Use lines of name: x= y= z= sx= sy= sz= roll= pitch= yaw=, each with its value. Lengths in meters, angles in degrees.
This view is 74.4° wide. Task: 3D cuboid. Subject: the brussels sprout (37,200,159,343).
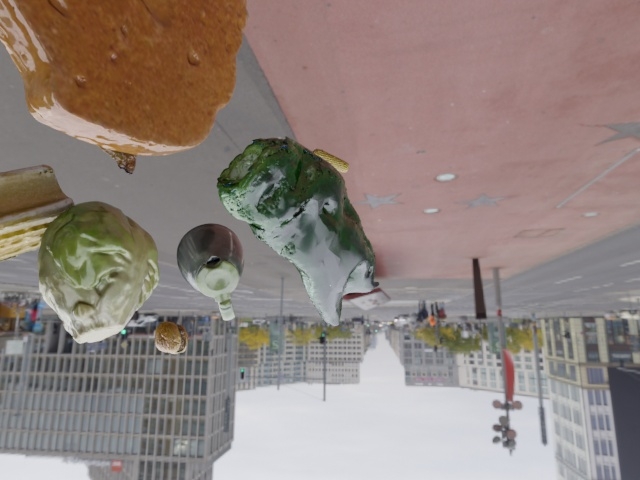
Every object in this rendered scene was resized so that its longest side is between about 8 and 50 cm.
brussels sprout: x=-0.508 y=0.068 z=0.983 sx=0.243 sy=0.316 sz=0.274 roll=-7 pitch=-177 yaw=-14

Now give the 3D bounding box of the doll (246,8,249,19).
doll: x=-0.314 y=-0.573 z=1.017 sx=0.256 sy=0.152 sz=0.196 roll=25 pitch=166 yaw=3

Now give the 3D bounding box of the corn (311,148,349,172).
corn: x=0.017 y=-0.159 z=0.837 sx=0.083 sy=0.028 sz=0.027 roll=21 pitch=124 yaw=-12

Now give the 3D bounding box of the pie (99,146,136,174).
pie: x=-0.494 y=-0.247 z=0.986 sx=0.191 sy=0.088 sz=0.033 roll=44 pitch=168 yaw=-18

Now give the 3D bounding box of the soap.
soap: x=-0.777 y=-0.025 z=0.948 sx=0.293 sy=0.156 sz=0.335 roll=-31 pitch=180 yaw=44

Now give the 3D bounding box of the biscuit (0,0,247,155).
biscuit: x=-0.218 y=-0.317 z=0.522 sx=0.078 sy=0.454 sz=0.350 roll=-1 pitch=152 yaw=31

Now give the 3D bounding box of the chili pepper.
chili pepper: x=0.001 y=0.001 z=0.382 sx=0.061 sy=0.098 sz=0.224 roll=23 pitch=159 yaw=45

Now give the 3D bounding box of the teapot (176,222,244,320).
teapot: x=-0.138 y=0.045 z=0.585 sx=0.124 sy=0.092 sz=0.090 roll=50 pitch=-178 yaw=-34

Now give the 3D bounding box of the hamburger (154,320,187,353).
hamburger: x=-0.353 y=0.229 z=0.994 sx=0.083 sy=0.076 sz=0.044 roll=-3 pitch=173 yaw=31
